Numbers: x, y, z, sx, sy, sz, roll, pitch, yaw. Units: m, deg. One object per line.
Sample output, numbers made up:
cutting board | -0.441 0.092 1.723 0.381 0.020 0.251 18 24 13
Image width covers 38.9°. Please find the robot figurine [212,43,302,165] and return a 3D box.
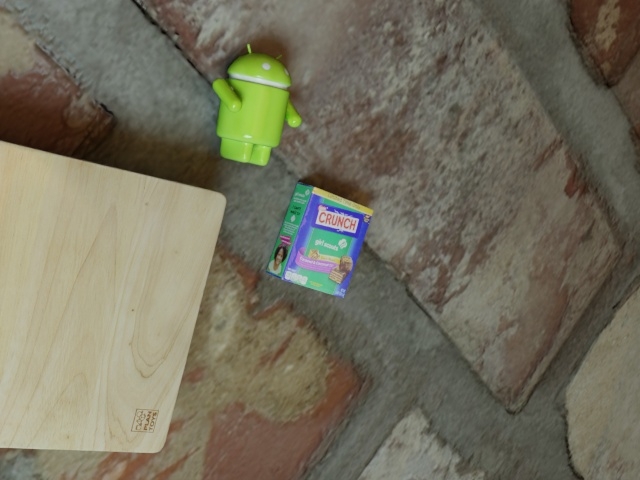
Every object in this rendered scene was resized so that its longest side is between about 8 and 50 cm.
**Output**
robot figurine | -0.067 -0.136 0.912 0.101 0.067 0.115 6 97 -46

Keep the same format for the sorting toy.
sorting toy | -0.243 0.050 0.820 0.255 0.089 0.257 12 95 -36

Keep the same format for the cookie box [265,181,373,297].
cookie box | 0.000 0.000 1.009 0.092 0.040 0.107 19 89 -36
